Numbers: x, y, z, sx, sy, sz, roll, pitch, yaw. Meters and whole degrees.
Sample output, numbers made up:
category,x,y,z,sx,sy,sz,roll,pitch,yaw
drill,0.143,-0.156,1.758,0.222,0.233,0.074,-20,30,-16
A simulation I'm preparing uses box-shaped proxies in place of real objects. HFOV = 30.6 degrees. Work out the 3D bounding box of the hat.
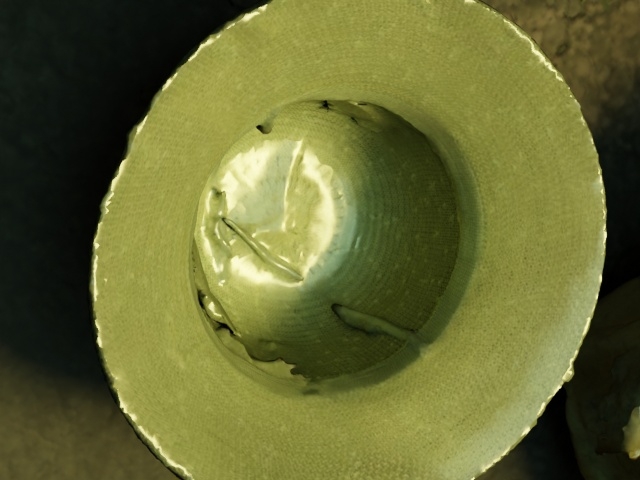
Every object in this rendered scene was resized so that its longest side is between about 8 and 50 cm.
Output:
category,x,y,z,sx,sy,sz,roll,pitch,yaw
hat,0.000,0.000,0.584,0.257,0.130,0.257,-4,101,-21

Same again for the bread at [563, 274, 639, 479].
category,x,y,z,sx,sy,sz,roll,pitch,yaw
bread,0.292,0.089,0.654,0.279,0.225,0.250,-31,88,-9
